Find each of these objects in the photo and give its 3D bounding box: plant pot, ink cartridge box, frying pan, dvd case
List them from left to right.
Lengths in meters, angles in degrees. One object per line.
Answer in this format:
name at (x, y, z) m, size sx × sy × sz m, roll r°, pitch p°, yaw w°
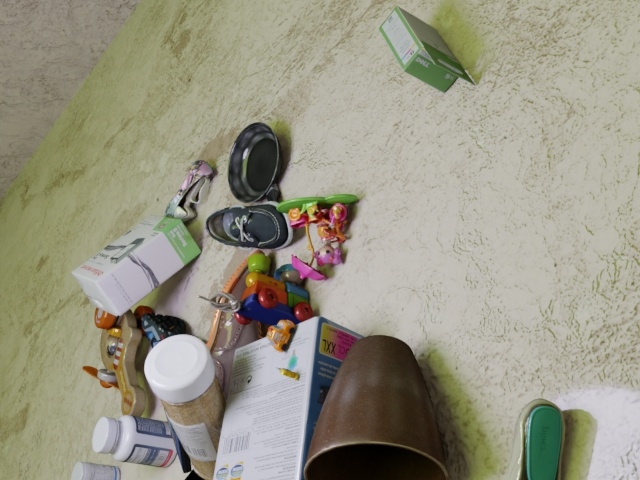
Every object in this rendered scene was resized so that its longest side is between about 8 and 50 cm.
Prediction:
ink cartridge box at (-0.479, 0.058, 2.086) m, size 0.273 × 0.115 × 0.198 m, roll -40°, pitch 26°, yaw -25°
dvd case at (-0.326, 0.360, 1.760) m, size 0.253 × 0.022 × 0.180 m, roll -128°, pitch 31°, yaw -56°
frying pan at (-0.118, -0.158, 1.875) m, size 0.326 × 0.053 × 0.197 m, roll 35°, pitch 108°, yaw 45°
ink cartridge box at (-0.055, 0.365, 1.410) m, size 0.270 × 0.151 × 0.395 m, roll -27°, pitch 45°, yaw 46°
plant pot at (0.092, 0.271, 1.266) m, size 0.215 × 0.215 × 0.230 m, roll -38°, pitch 31°, yaw 37°
ink cartridge box at (0.194, -0.341, 1.491) m, size 0.062 × 0.109 × 0.209 m, roll -50°, pitch 40°, yaw 27°

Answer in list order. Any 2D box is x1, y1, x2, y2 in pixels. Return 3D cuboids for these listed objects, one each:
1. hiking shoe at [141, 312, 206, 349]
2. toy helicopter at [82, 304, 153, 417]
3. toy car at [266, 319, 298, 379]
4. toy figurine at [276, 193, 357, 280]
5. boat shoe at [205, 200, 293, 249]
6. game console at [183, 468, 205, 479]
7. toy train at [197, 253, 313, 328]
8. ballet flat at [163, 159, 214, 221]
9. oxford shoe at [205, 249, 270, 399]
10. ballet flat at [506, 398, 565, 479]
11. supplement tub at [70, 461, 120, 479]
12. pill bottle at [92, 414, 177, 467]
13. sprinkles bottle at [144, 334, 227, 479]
hiking shoe at (-0.381, 0.268, 1.970) m, size 0.304 × 0.113 × 0.132 m, roll 29°, pitch 104°, yaw 59°
toy helicopter at (-0.530, 0.337, 2.122) m, size 0.235 × 0.140 × 0.355 m, roll -55°, pitch 39°, yaw 23°
toy car at (-0.062, 0.180, 1.376) m, size 0.060 × 0.040 × 0.122 m, roll -56°, pitch 31°, yaw 13°
toy figurine at (0.000, 0.000, 1.614) m, size 0.173 × 0.130 × 0.159 m, roll -10°, pitch 78°, yaw 25°
boat shoe at (-0.164, -0.027, 1.809) m, size 0.302 × 0.091 × 0.114 m, roll -4°, pitch 98°, yaw 60°
game console at (-0.234, 0.638, 1.643) m, size 0.213 × 0.044 × 0.361 m, roll -53°, pitch 39°, yaw 23°
toy train at (-0.130, 0.087, 1.603) m, size 0.105 × 0.248 × 0.143 m, roll -35°, pitch 43°, yaw 40°
ballet flat at (-0.353, -0.111, 2.166) m, size 0.079 × 0.077 × 0.221 m, roll 43°, pitch 109°, yaw 33°
oxford shoe at (-0.170, 0.195, 1.739) m, size 0.130 × 0.133 × 0.363 m, roll 82°, pitch -151°, yaw -70°
ballet flat at (0.280, 0.337, 1.075) m, size 0.086 × 0.086 × 0.248 m, roll -5°, pitch 68°, yaw 53°
supplement tub at (-0.580, 0.612, 2.071) m, size 0.071 × 0.107 × 0.071 m, roll -29°, pitch 52°, yaw 44°
pill bottle at (-0.434, 0.467, 1.880) m, size 0.108 × 0.180 × 0.108 m, roll -29°, pitch 51°, yaw 43°
sprinkles bottle at (-0.234, 0.331, 1.548) m, size 0.355 × 0.121 × 0.121 m, roll 80°, pitch 173°, yaw -46°
